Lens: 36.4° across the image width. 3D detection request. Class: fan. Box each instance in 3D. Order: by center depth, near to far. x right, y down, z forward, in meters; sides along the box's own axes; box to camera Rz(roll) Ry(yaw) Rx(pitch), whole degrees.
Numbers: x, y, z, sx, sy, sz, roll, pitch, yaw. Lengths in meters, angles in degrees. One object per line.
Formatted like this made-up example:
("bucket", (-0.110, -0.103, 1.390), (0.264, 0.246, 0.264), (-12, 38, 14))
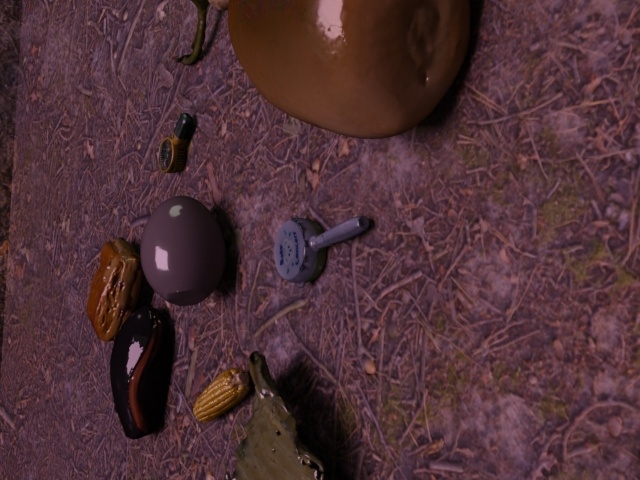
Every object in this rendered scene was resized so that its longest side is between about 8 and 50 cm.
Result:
("fan", (-0.322, -0.220, 2.206), (0.155, 0.039, 0.082), (-60, 41, 33))

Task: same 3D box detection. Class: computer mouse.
("computer mouse", (-0.432, 0.309, 2.273), (0.183, 0.116, 0.324), (28, 112, 62))

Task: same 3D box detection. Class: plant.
("plant", (-0.234, -0.527, 2.075), (0.251, 0.180, 0.334), (35, 150, 45))

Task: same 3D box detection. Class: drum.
("drum", (-0.001, 0.021, 1.675), (0.253, 0.049, 0.130), (3, 90, 58))

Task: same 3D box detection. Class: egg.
("egg", (-0.283, 0.016, 2.000), (0.176, 0.176, 0.232), (-48, 46, 45))

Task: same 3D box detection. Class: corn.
("corn", (-0.199, 0.311, 1.949), (0.206, 0.067, 0.067), (-46, 50, 49))

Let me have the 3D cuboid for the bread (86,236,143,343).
("bread", (-0.509, 0.122, 2.385), (0.210, 0.099, 0.235), (-142, 64, -65))

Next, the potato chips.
("potato chips", (-0.066, 0.409, 1.709), (0.389, 0.097, 0.373), (58, 144, 38))

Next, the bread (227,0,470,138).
("bread", (0.026, -0.340, 1.472), (0.376, 0.252, 0.348), (34, 118, 54))

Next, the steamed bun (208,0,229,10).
("steamed bun", (-0.118, -0.486, 1.836), (0.155, 0.140, 0.172), (45, 129, 33))
